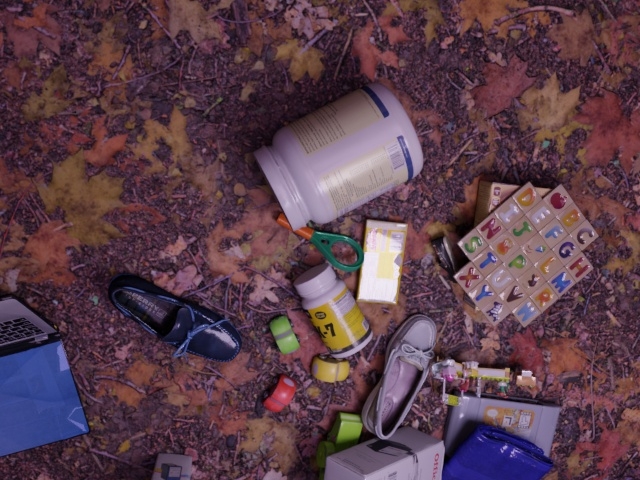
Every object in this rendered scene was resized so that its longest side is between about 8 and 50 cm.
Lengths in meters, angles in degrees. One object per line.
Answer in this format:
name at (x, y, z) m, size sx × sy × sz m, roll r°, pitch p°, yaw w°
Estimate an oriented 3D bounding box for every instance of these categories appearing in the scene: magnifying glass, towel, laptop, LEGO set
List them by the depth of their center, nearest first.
laptop at (-0.766, 0.328, 1.476) m, size 0.382 × 0.408 × 0.236 m, roll -15°, pitch 67°, yaw -6°
magnifying glass at (0.000, 0.000, 1.621) m, size 0.231 × 0.092 × 0.026 m, roll 30°, pitch 139°, yaw -5°
LEGO set at (0.395, 0.364, 1.690) m, size 0.287 × 0.132 × 0.107 m, roll 13°, pitch 72°, yaw -20°
towel at (0.412, 0.608, 1.735) m, size 0.227 × 0.076 × 0.308 m, roll 27°, pitch 117°, yaw -9°

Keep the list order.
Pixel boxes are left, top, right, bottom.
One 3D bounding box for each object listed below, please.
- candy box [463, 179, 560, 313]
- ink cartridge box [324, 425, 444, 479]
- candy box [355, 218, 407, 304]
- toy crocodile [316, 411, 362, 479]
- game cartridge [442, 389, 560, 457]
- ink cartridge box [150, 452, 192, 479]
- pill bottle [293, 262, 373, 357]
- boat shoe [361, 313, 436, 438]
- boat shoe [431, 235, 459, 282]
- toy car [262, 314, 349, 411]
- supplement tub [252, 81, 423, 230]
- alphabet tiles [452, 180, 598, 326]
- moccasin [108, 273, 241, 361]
candy box at (0.474, 0.016, 1.682) m, size 0.183 × 0.087 × 0.316 m, roll 4°, pitch 98°, yaw -9°
ink cartridge box at (0.151, 0.604, 1.635) m, size 0.307 × 0.129 × 0.223 m, roll -4°, pitch 102°, yaw -45°
candy box at (0.150, 0.054, 1.669) m, size 0.105 × 0.027 × 0.206 m, roll 6°, pitch 98°, yaw -7°
toy crocodile at (0.035, 0.597, 1.711) m, size 0.115 × 0.105 × 0.340 m, roll 8°, pitch 95°, yaw -21°
game cartridge at (0.475, 0.507, 1.783) m, size 0.297 × 0.062 × 0.198 m, roll 9°, pitch 94°, yaw -10°
ink cartridge box at (-0.360, 0.621, 1.592) m, size 0.093 × 0.212 × 0.154 m, roll 9°, pitch 99°, yaw -7°
pill bottle at (0.028, 0.166, 1.623) m, size 0.119 × 0.119 × 0.208 m, roll -31°, pitch 102°, yaw -3°
boat shoe at (0.206, 0.335, 1.673) m, size 0.118 × 0.103 × 0.320 m, roll 31°, pitch 81°, yaw -12°
boat shoe at (0.316, 0.051, 1.689) m, size 0.042 × 0.049 × 0.133 m, roll -18°, pitch 111°, yaw 23°
toy car at (-0.064, 0.293, 1.663) m, size 0.239 × 0.053 × 0.225 m, roll -25°, pitch 102°, yaw -4°
supplement tub at (0.037, -0.182, 1.506) m, size 0.325 × 0.235 × 0.235 m, roll -27°, pitch 102°, yaw -3°
alphabet tiles at (0.499, 0.037, 1.638) m, size 0.342 × 0.011 × 0.285 m, roll -41°, pitch 103°, yaw -1°
moccasin at (-0.344, 0.200, 1.572) m, size 0.342 × 0.117 × 0.138 m, roll 26°, pitch 95°, yaw -12°
